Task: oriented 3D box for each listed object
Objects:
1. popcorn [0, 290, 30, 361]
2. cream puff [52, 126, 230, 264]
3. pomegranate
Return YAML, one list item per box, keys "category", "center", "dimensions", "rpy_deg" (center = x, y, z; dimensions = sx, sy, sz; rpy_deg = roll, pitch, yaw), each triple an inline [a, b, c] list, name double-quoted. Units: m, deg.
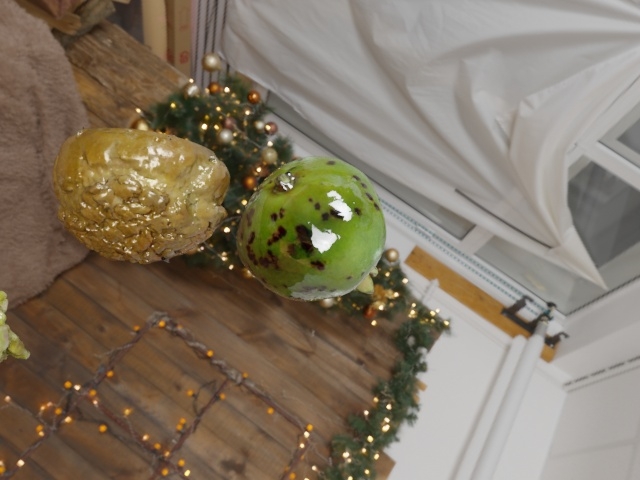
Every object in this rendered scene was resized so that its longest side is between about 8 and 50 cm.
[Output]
- category: "popcorn"
  center: [-0.387, 0.106, 0.548]
  dimensions: [0.089, 0.109, 0.096]
  rpy_deg: [5, 97, -79]
- category: "cream puff"
  center: [-0.159, -0.037, 0.439]
  dimensions: [0.165, 0.150, 0.115]
  rpy_deg: [-164, -98, -85]
- category: "pomegranate"
  center: [0.000, 0.000, 0.703]
  dimensions: [0.211, 0.211, 0.263]
  rpy_deg: [-53, 134, -16]
